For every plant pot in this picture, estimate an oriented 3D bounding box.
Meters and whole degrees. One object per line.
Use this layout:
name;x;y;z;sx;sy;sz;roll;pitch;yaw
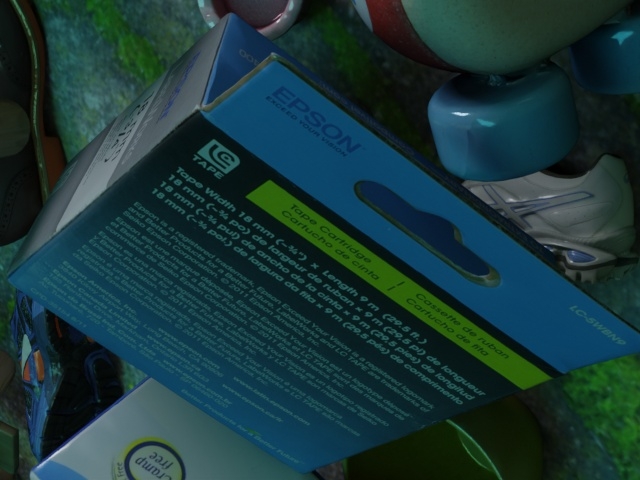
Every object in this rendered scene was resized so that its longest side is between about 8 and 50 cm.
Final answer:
plant pot;0.096;0.148;0.933;0.134;0.095;0.134;19;122;34

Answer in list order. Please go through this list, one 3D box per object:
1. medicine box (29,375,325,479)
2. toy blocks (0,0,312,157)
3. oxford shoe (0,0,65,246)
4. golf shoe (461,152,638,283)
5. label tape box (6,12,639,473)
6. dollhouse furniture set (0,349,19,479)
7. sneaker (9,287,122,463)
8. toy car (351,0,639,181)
medicine box;-0.064;0.260;1.024;0.263;0.149;0.289;43;156;16
toy blocks;-0.194;-0.212;0.818;0.289;0.260;0.309;-24;94;10
oxford shoe;-0.281;-0.123;1.119;0.097;0.098;0.271;0;111;42
golf shoe;0.115;-0.026;0.865;0.176;0.069;0.086;8;99;32
label tape box;0.000;0.000;0.782;0.241;0.106;0.334;36;145;-18
dollhouse furniture set;-0.381;0.131;1.316;0.242;0.161;0.212;25;142;8
sneaker;-0.227;0.098;1.212;0.087;0.083;0.221;32;125;42
toy car;0.056;-0.176;0.748;0.238;0.210;0.219;15;129;50
